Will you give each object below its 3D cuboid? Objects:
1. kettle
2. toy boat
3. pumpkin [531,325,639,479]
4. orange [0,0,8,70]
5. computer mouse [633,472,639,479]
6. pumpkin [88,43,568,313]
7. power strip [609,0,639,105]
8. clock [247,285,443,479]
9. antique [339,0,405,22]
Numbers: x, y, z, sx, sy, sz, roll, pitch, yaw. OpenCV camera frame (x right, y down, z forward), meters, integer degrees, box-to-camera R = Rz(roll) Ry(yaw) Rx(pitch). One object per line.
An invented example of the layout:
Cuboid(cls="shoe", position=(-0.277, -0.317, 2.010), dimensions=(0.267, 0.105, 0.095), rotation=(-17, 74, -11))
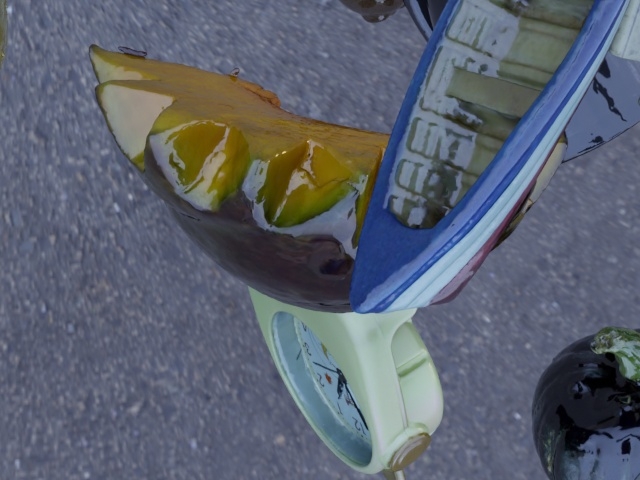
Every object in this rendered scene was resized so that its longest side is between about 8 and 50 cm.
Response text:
Cuboid(cls="kettle", position=(0.191, -0.234, 1.301), dimensions=(0.207, 0.268, 0.290), rotation=(-41, 105, -25))
Cuboid(cls="toy boat", position=(0.077, -0.069, 0.480), dimensions=(0.046, 0.080, 0.229), rotation=(28, 88, -45))
Cuboid(cls="pumpkin", position=(0.433, 0.223, 1.686), dimensions=(0.296, 0.296, 0.295), rotation=(-4, 108, -13))
Cuboid(cls="orange", position=(-0.409, -0.199, 1.111), dimensions=(0.271, 0.210, 0.368), rotation=(45, 51, -28))
Cuboid(cls="computer mouse", position=(0.445, 0.231, 1.144), dimensions=(0.371, 0.188, 0.122), rotation=(5, 62, -9))
Cuboid(cls="pumpkin", position=(0.000, 0.000, 0.632), dimensions=(0.254, 0.130, 0.149), rotation=(8, 122, -14))
Cuboid(cls="power strip", position=(0.318, -0.239, 1.069), dimensions=(0.092, 0.034, 0.268), rotation=(11, 117, -5))
Cuboid(cls="clock", position=(0.041, 0.158, 1.586), dimensions=(0.117, 0.286, 0.348), rotation=(-30, 121, -21))
Cuboid(cls="antique", position=(0.077, -0.379, 1.420), dimensions=(0.121, 0.143, 0.257), rotation=(23, 118, 15))
